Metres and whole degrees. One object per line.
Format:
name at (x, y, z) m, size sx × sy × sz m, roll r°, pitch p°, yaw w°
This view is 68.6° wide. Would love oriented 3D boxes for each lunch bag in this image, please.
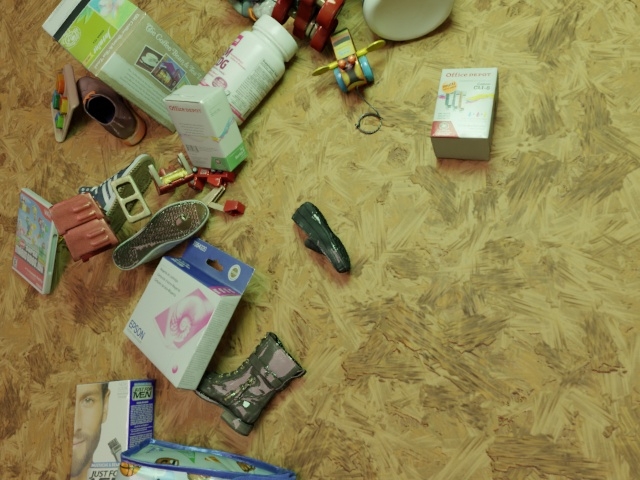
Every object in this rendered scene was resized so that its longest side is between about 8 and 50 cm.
lunch bag at (-0.264, 0.643, 1.024) m, size 0.386 × 0.239 × 0.327 m, roll 11°, pitch 78°, yaw 0°

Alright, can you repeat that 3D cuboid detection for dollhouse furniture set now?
dollhouse furniture set at (-0.526, -0.087, 1.309) m, size 0.374 × 0.201 × 0.152 m, roll -27°, pitch 96°, yaw -17°

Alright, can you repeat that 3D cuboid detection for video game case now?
video game case at (-0.904, 0.002, 1.488) m, size 0.204 × 0.025 × 0.285 m, roll 27°, pitch 109°, yaw 27°

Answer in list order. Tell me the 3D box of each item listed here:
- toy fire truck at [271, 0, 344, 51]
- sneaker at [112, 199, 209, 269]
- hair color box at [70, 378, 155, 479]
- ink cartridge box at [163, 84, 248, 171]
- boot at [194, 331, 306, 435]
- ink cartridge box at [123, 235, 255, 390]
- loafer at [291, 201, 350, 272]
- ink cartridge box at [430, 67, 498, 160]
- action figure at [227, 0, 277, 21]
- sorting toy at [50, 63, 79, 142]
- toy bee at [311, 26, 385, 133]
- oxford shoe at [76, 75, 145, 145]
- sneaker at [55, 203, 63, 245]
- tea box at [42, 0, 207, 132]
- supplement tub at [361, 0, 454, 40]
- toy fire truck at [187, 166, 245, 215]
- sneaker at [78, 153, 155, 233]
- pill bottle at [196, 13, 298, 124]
toy fire truck at (0.005, -0.681, 1.255) m, size 0.169 × 0.302 × 0.253 m, roll 33°, pitch 82°, yaw -6°
sneaker at (-0.448, -0.023, 1.340) m, size 0.290 × 0.123 × 0.105 m, roll -32°, pitch 93°, yaw -6°
hair color box at (-0.542, 0.542, 1.226) m, size 0.185 × 0.110 × 0.338 m, roll -11°, pitch 71°, yaw 19°
ink cartridge box at (-0.311, -0.307, 1.284) m, size 0.155 × 0.212 × 0.093 m, roll 13°, pitch 50°, yaw 31°
boot at (-0.187, 0.323, 1.171) m, size 0.263 × 0.091 × 0.229 m, roll 34°, pitch 83°, yaw 24°
ink cartridge box at (-0.354, 0.163, 1.222) m, size 0.324 × 0.071 × 0.329 m, roll 21°, pitch 84°, yaw 44°
loafer at (0.000, 0.000, 1.184) m, size 0.078 × 0.076 × 0.223 m, roll -40°, pitch 61°, yaw 12°
ink cartridge box at (0.341, -0.295, 1.101) m, size 0.128 × 0.127 × 0.176 m, roll 7°, pitch 78°, yaw 23°
action figure at (-0.193, -0.812, 1.458) m, size 0.342 × 0.178 × 0.330 m, roll -24°, pitch 73°, yaw -16°
sorting toy at (-0.895, -0.474, 1.624) m, size 0.208 × 0.038 × 0.192 m, roll -38°, pitch 63°, yaw 39°
toy bee at (0.089, -0.458, 1.223) m, size 0.195 × 0.162 × 0.298 m, roll -40°, pitch 66°, yaw 5°
oxford shoe at (-0.718, -0.458, 1.542) m, size 0.364 × 0.133 × 0.130 m, roll 40°, pitch 92°, yaw 25°
sneaker at (-0.851, -0.036, 1.522) m, size 0.068 × 0.064 × 0.174 m, roll 12°, pitch 84°, yaw 10°
tea box at (-0.559, -0.549, 1.398) m, size 0.324 × 0.329 × 0.220 m, roll 40°, pitch 92°, yaw 25°
supplement tub at (0.208, -0.712, 1.207) m, size 0.229 × 0.228 × 0.315 m, roll -10°, pitch 72°, yaw 18°
toy fire truck at (-0.303, -0.142, 1.348) m, size 0.192 × 0.047 × 0.135 m, roll 3°, pitch 77°, yaw 21°
sneaker at (-0.640, -0.167, 1.455) m, size 0.153 × 0.099 × 0.282 m, roll 33°, pitch 92°, yaw 23°
pill bottle at (-0.205, -0.486, 1.341) m, size 0.160 × 0.160 × 0.283 m, roll 42°, pitch 92°, yaw 25°
